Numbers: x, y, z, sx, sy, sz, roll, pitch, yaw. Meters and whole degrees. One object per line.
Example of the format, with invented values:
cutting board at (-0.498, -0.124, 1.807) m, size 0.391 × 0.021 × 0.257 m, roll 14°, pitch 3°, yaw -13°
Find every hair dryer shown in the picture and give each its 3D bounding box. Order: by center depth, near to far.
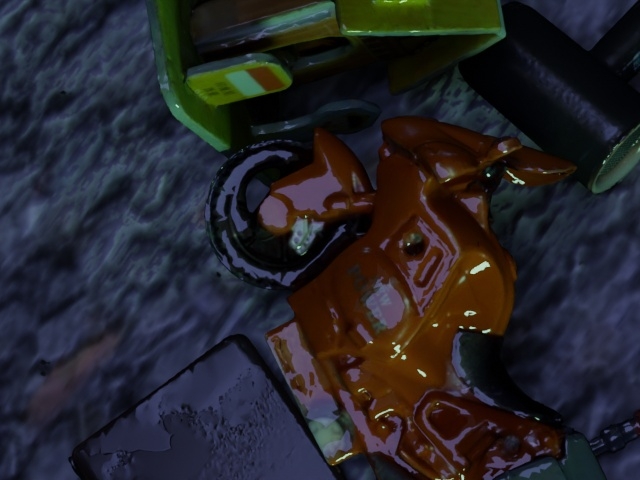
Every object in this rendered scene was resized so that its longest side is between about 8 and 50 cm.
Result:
hair dryer at (0.216, -0.162, 1.074) m, size 0.128 × 0.070 × 0.255 m, roll 41°, pitch 83°, yaw 19°

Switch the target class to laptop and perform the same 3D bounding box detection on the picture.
laptop at (-0.055, 0.184, 1.080) m, size 0.154 × 0.026 × 0.207 m, roll -37°, pitch 73°, yaw 3°

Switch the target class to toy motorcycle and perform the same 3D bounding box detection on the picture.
toy motorcycle at (0.084, 0.058, 0.995) m, size 0.221 × 0.148 × 0.326 m, roll -27°, pitch 86°, yaw 2°

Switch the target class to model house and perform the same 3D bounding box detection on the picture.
model house at (0.034, -0.244, 0.976) m, size 0.323 × 0.340 × 0.300 m, roll -15°, pitch 72°, yaw 15°

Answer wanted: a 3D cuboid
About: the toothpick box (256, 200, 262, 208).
toothpick box at (0.000, 0.000, 1.090) m, size 0.083 × 0.052 × 0.052 m, roll 3°, pitch 79°, yaw 14°
